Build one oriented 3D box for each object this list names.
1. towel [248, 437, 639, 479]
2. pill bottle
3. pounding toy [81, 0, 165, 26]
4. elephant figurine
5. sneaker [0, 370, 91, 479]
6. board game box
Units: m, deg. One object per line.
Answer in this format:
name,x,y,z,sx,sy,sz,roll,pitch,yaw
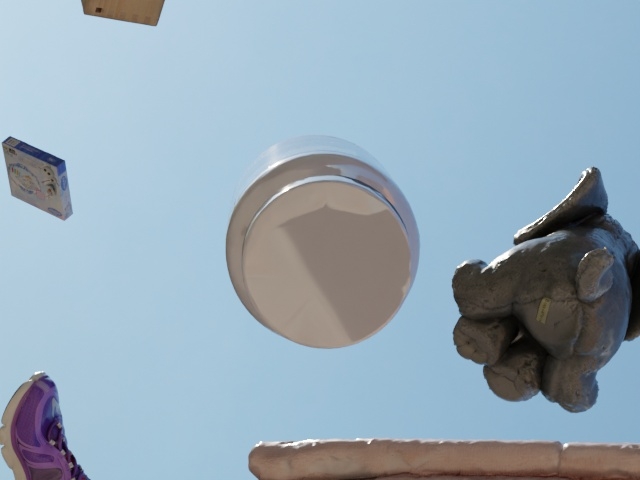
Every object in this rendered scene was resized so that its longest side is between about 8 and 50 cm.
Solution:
towel,0.157,0.212,0.934,0.317,0.332,0.053,-4,-125,34
pill bottle,0.000,0.000,1.731,0.363,0.210,0.210,-104,-168,-81
pounding toy,-0.192,-0.333,1.632,0.181,0.094,0.206,-110,-145,-49
elephant figurine,0.225,0.022,1.366,0.186,0.239,0.169,7,-57,36
sneaker,-0.228,0.192,1.363,0.071,0.068,0.170,8,-64,26
board game box,-0.354,-0.078,1.972,0.090,0.020,0.090,24,-42,23
